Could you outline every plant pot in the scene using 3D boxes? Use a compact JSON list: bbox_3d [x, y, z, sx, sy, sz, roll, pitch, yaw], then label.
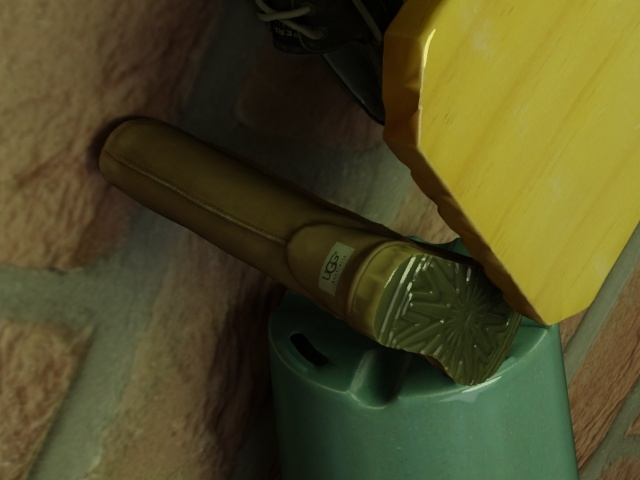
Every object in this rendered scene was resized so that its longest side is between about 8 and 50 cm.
[{"bbox_3d":[0.100,0.197,0.926,0.341,0.341,0.334,-24,122,-26],"label":"plant pot"}]

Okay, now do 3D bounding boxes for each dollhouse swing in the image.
[{"bbox_3d":[0.119,-0.175,0.684,0.305,0.315,0.347,-46,137,-1],"label":"dollhouse swing"}]

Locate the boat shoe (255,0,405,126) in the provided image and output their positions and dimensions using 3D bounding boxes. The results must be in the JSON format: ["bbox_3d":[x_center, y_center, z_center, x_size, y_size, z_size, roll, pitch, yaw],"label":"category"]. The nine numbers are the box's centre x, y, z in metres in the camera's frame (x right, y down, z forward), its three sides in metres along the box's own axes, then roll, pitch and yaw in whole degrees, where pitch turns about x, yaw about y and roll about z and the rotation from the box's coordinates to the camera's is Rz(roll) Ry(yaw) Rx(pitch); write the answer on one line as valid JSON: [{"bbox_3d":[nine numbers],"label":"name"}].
[{"bbox_3d":[0.011,-0.185,0.720,0.119,0.121,0.335,-54,138,-1],"label":"boat shoe"}]

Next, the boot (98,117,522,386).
[{"bbox_3d":[0.000,0.000,0.733,0.236,0.269,0.089,30,87,-54],"label":"boot"}]
